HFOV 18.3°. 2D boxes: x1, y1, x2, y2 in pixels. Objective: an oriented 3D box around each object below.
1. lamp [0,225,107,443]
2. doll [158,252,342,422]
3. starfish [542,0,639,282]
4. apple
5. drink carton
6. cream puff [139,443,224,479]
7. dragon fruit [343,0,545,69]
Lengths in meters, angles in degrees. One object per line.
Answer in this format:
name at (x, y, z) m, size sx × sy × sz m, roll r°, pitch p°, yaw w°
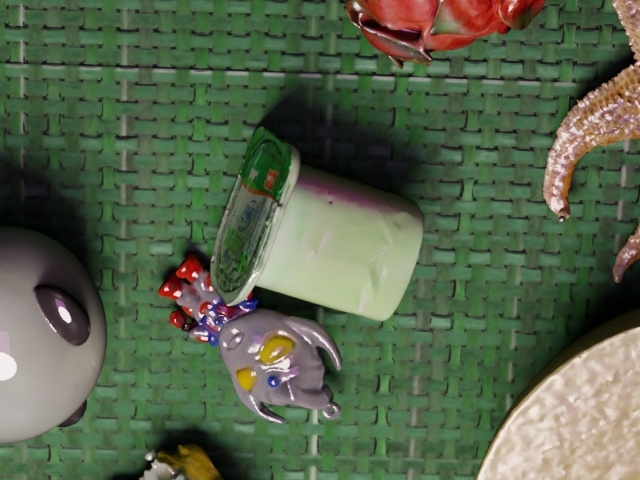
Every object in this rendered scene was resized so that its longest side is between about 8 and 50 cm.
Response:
lamp at (-0.299, 0.068, 1.671) m, size 0.244 × 0.198 × 0.198 m, roll 21°, pitch 108°, yaw 6°
doll at (-0.056, 0.090, 1.745) m, size 0.194 × 0.062 × 0.104 m, roll 42°, pitch 97°, yaw -6°
starfish at (0.332, -0.116, 1.684) m, size 0.302 × 0.060 × 0.299 m, roll -10°, pitch 107°, yaw 1°
apple at (0.305, 0.246, 1.697) m, size 0.360 × 0.320 × 0.311 m, roll -46°, pitch 143°, yaw 19°
drink carton at (0.000, 0.000, 1.674) m, size 0.142 × 0.146 × 0.144 m, roll 18°, pitch 97°, yaw -20°
cream puff at (-0.148, 0.309, 1.762) m, size 0.221 × 0.195 × 0.195 m, roll -36°, pitch 107°, yaw 14°
dragon fruit at (0.077, -0.246, 1.569) m, size 0.274 × 0.192 × 0.193 m, roll 9°, pitch 69°, yaw 31°
